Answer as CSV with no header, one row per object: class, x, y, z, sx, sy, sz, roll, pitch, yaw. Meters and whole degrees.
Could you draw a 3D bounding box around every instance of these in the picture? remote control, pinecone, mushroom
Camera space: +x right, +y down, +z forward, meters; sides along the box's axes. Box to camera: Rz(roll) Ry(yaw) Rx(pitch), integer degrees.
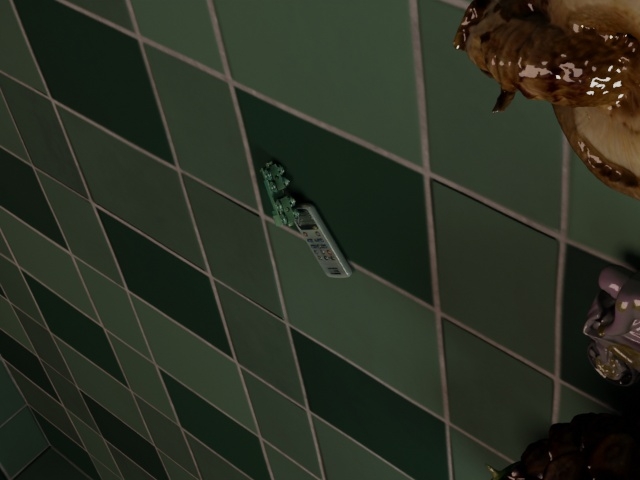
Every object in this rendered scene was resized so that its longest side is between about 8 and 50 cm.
remote control,0.000,0.000,1.483,0.053,0.018,0.124,1,128,52
pinecone,0.326,0.303,1.165,0.296,0.298,0.242,-26,63,58
mushroom,0.247,-0.153,0.785,0.278,0.163,0.297,18,142,30

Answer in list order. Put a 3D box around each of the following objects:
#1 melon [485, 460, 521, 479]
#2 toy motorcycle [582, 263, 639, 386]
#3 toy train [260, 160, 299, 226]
melon,0.309,0.392,1.382,0.287,0.182,0.182,47,153,-3
toy motorcycle,0.334,0.087,1.066,0.225,0.073,0.152,-5,120,58
toy train,-0.056,-0.062,1.454,0.045,0.029,0.092,-11,101,64
